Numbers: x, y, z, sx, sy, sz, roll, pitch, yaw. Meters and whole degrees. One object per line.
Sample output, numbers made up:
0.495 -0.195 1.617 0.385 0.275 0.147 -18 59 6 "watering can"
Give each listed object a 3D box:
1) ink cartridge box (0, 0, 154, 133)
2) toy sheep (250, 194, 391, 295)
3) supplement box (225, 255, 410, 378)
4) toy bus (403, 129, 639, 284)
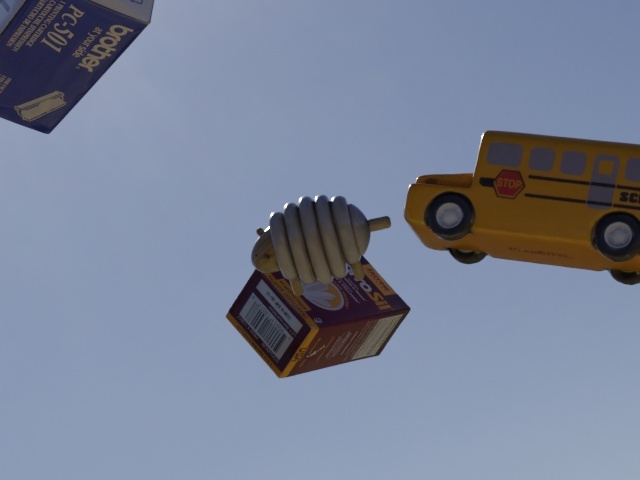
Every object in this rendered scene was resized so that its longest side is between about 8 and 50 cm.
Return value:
-0.095 -0.156 0.636 0.046 0.207 0.097 21 -32 -25 "ink cartridge box"
0.000 0.000 1.401 0.132 0.091 0.091 -18 -18 1 "toy sheep"
0.000 0.082 1.754 0.188 0.104 0.081 -8 -41 -52 "supplement box"
0.263 -0.036 1.628 0.332 0.130 0.108 7 -14 20 "toy bus"
